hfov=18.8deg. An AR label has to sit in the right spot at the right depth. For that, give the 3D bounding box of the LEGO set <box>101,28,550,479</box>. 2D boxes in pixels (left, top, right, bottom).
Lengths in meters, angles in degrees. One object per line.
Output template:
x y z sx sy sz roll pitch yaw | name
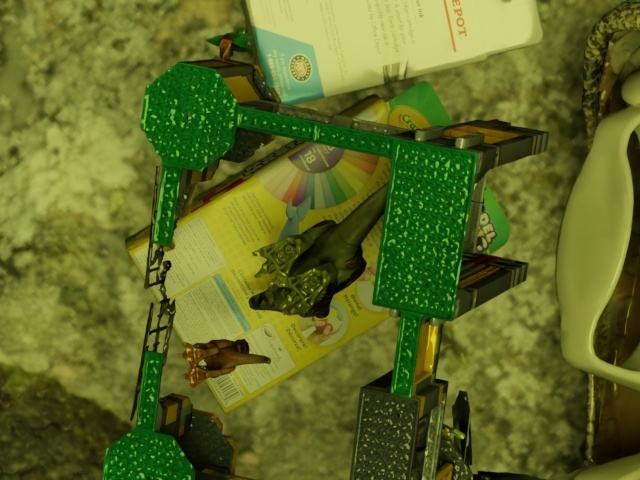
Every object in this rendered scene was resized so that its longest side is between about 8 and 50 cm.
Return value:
0.012 0.038 1.174 0.255 0.192 0.331 3 98 21 | LEGO set

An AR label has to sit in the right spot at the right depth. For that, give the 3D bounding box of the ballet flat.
0.214 0.081 1.213 0.182 0.164 0.482 -7 94 -47 | ballet flat

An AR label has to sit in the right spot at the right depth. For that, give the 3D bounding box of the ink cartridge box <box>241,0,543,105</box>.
0.041 -0.155 1.234 0.180 0.060 0.104 -13 98 -4 | ink cartridge box

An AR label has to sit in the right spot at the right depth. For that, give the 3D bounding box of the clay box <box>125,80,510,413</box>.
0.000 0.000 1.254 0.222 0.053 0.127 -30 102 -3 | clay box
